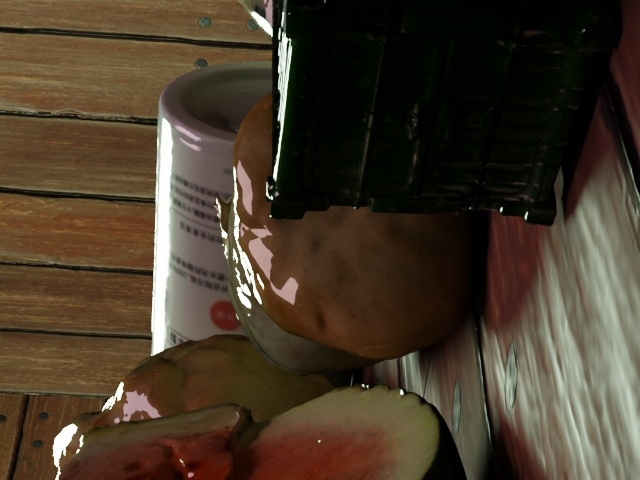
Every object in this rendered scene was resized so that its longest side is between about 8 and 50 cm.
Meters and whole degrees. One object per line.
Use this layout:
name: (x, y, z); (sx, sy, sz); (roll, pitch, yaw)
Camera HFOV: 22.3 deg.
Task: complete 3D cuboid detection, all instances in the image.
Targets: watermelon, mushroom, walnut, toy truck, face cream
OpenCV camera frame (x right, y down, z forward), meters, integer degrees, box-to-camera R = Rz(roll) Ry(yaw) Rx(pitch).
watermelon: (-0.004, 0.105, 0.513); (0.128, 0.159, 0.303); (-56, 6, 8)
mushroom: (0.000, 0.000, 0.725); (0.351, 0.095, 0.123); (175, 72, -83)
walnut: (-0.063, 0.152, 0.956); (0.245, 0.198, 0.198); (145, 128, -82)
toy truck: (0.029, -0.142, 0.466); (0.121, 0.088, 0.259); (97, 174, -53)
face cream: (-0.048, 0.072, 1.125); (0.145, 0.145, 0.370); (-92, 7, -61)

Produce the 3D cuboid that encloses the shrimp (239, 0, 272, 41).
shrimp: (-0.001, -0.186, 1.042); (0.254, 0.059, 0.145); (58, 137, 40)
